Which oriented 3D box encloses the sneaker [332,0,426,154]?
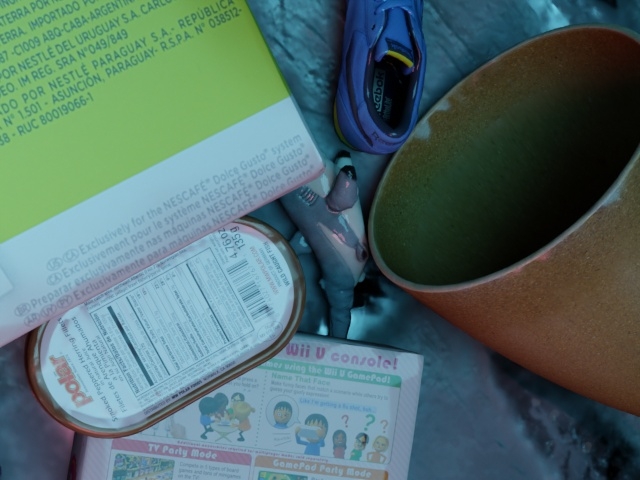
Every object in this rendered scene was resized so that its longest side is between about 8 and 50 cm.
[{"bbox_3d":[0.051,-0.167,0.995,0.069,0.082,0.209,3,88,-17],"label":"sneaker"}]

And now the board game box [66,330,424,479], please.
[{"bbox_3d":[-0.066,0.208,0.938,0.224,0.097,0.304,10,88,-13],"label":"board game box"}]

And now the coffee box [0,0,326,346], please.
[{"bbox_3d":[-0.255,-0.105,0.752,0.338,0.337,0.334,-29,99,-16],"label":"coffee box"}]

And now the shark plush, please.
[{"bbox_3d":[0.000,0.000,1.009,0.067,0.073,0.161,-10,115,0],"label":"shark plush"}]

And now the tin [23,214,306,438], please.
[{"bbox_3d":[-0.098,0.052,0.869,0.189,0.040,0.106,-29,90,-13],"label":"tin"}]

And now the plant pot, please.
[{"bbox_3d":[0.204,0.013,0.993,0.254,0.237,0.237,44,77,-31],"label":"plant pot"}]
